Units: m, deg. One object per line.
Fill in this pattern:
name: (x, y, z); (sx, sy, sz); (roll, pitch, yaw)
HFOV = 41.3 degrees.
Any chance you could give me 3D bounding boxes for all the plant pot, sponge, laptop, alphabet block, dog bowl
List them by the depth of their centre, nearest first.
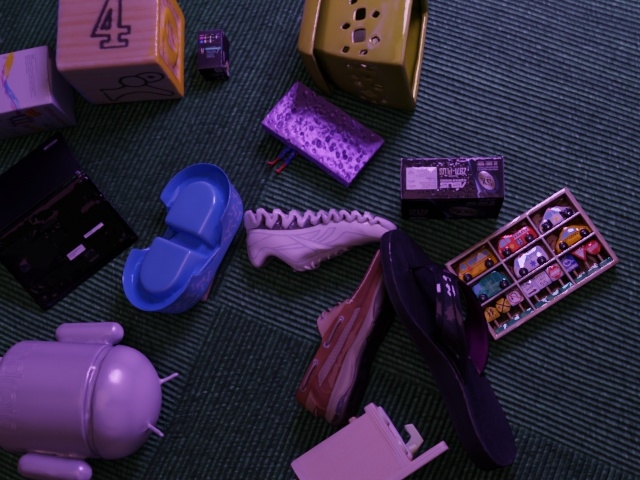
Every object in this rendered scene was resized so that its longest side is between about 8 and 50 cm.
dog bowl: (-0.250, 0.003, 1.583); (0.166, 0.074, 0.297); (20, 79, 35)
plant pot: (0.081, -0.390, 1.587); (0.207, 0.227, 0.228); (7, 78, 14)
sponge: (0.004, -0.205, 1.628); (0.210, 0.031, 0.117); (36, 73, 7)
alphabet block: (-0.383, -0.389, 1.654); (0.197, 0.192, 0.193); (-3, 79, 5)
laptop: (-0.532, -0.042, 1.682); (0.234, 0.136, 0.264); (-39, 102, -2)

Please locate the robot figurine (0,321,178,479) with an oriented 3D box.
robot figurine: (-0.435, 0.281, 1.499); (0.354, 0.199, 0.299); (1, 62, 6)

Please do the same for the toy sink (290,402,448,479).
toy sink: (0.084, 0.362, 1.447); (0.234, 0.153, 0.131); (-33, 75, -1)

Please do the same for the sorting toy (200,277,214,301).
sorting toy: (-0.248, 0.076, 1.621); (0.083, 0.012, 0.062); (16, 80, 10)

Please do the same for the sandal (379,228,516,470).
sandal: (0.242, 0.170, 1.463); (0.107, 0.168, 0.445); (-30, 82, 30)

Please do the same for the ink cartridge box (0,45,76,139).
ink cartridge box: (-0.593, -0.290, 1.685); (0.176, 0.128, 0.127); (-11, 76, 4)

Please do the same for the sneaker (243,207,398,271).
sneaker: (0.000, 0.000, 1.571); (0.292, 0.110, 0.118); (0, 85, 15)

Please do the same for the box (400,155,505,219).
box: (0.235, -0.092, 1.535); (0.180, 0.147, 0.077); (0, 77, 6)

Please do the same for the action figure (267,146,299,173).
action figure: (-0.051, -0.179, 1.650); (0.115, 0.030, 0.038); (-44, 73, -7)

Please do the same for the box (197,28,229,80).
box: (-0.213, -0.370, 1.693); (0.052, 0.062, 0.083); (-3, 77, 7)

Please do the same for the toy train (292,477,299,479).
toy train: (-0.035, 0.494, 1.496); (0.036, 0.027, 0.158); (-9, 77, 15)

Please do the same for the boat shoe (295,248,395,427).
boat shoe: (0.047, 0.164, 1.515); (0.120, 0.122, 0.323); (18, 77, 21)

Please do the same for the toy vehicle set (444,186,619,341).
toy vehicle set: (0.382, 0.044, 1.544); (0.267, 0.035, 0.166); (-33, 76, -1)
